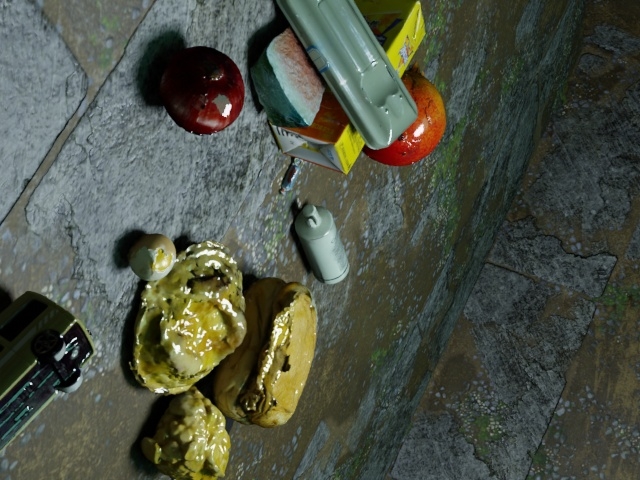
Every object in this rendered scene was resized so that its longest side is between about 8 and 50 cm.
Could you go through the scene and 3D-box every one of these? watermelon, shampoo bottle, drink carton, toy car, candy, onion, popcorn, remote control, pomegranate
[{"bbox_3d":[-0.037,-0.324,1.729,0.241,0.094,0.154,-58,132,-37],"label":"watermelon"},{"bbox_3d":[0.000,0.000,2.093,0.085,0.085,0.262,-61,156,-21],"label":"shampoo bottle"},{"bbox_3d":[0.057,-0.310,1.854,0.351,0.154,0.111,-61,157,-21],"label":"drink carton"},{"bbox_3d":[-0.407,0.186,1.230,0.257,0.124,0.101,-48,151,-25],"label":"toy car"},{"bbox_3d":[-0.057,-0.126,1.927,0.083,0.020,0.030,-65,158,-5],"label":"candy"},{"bbox_3d":[-0.172,-0.218,1.428,0.131,0.131,0.131,-50,152,-41],"label":"onion"},{"bbox_3d":[-0.235,0.369,1.787,0.163,0.140,0.194,-52,151,-49],"label":"popcorn"},{"bbox_3d":[0.055,-0.323,1.709,0.128,0.065,0.335,-46,113,-30],"label":"remote control"},{"bbox_3d":[0.169,-0.272,2.107,0.210,0.210,0.235,75,26,-56],"label":"pomegranate"}]

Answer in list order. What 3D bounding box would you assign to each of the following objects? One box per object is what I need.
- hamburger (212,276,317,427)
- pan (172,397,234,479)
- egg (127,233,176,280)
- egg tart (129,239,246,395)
[{"bbox_3d":[-0.103,0.213,1.898,0.318,0.158,0.319,14,90,-82],"label":"hamburger"},{"bbox_3d":[-0.230,0.403,1.974,0.235,0.028,0.136,-59,156,-26],"label":"pan"},{"bbox_3d":[-0.257,0.023,1.510,0.083,0.071,0.071,-47,150,-55],"label":"egg"},{"bbox_3d":[-0.207,0.139,1.676,0.297,0.132,0.297,-40,140,-45],"label":"egg tart"}]
